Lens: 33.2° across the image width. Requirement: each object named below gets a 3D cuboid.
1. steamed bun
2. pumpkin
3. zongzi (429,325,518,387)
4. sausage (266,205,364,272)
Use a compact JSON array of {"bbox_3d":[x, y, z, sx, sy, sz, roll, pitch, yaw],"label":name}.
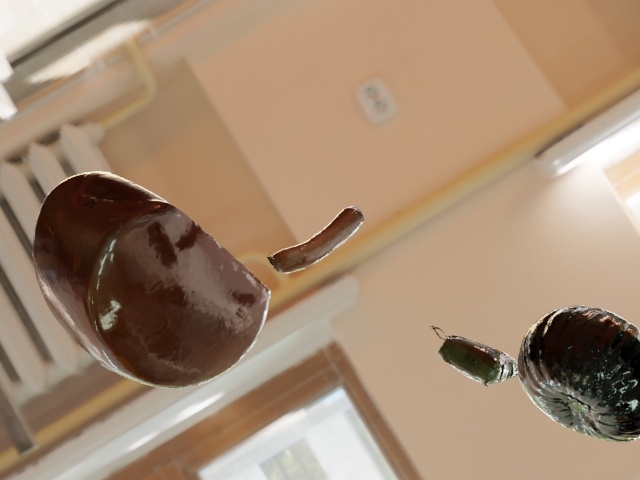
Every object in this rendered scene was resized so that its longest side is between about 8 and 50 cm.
[{"bbox_3d":[-0.275,0.080,1.649,0.248,0.235,0.379,-56,138,-9],"label":"steamed bun"},{"bbox_3d":[0.352,0.168,1.374,0.140,0.202,0.202,-53,-178,-28],"label":"pumpkin"},{"bbox_3d":[0.261,0.193,1.827,0.130,0.154,0.062,-1,113,-55],"label":"zongzi"},{"bbox_3d":[-0.001,0.000,1.560,0.177,0.047,0.040,-35,-173,-35],"label":"sausage"}]
